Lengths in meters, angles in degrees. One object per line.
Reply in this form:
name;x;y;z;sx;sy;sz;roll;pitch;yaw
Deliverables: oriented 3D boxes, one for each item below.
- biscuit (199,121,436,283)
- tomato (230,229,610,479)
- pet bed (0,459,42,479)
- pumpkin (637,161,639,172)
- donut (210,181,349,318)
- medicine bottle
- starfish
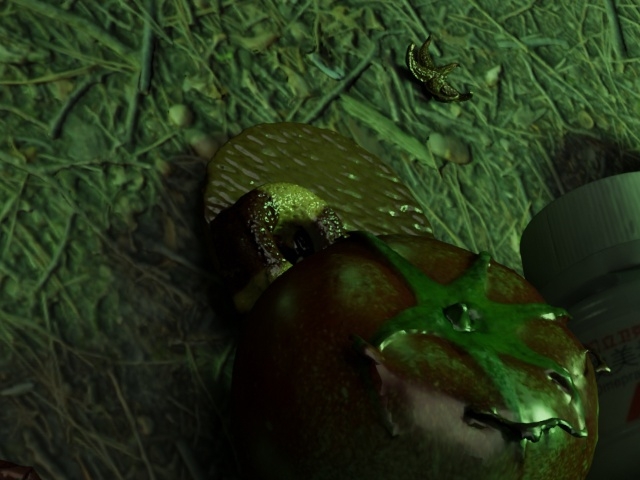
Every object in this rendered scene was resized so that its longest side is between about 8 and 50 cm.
biscuit;-0.001;0.000;1.503;0.262;0.037;0.262;17;53;-24
tomato;0.075;0.147;1.293;0.303;0.239;0.303;17;31;-11
pet bed;-0.254;0.244;1.142;0.201;0.053;0.201;18;46;-20
pumpkin;0.411;-0.033;1.780;0.217;0.110;0.217;30;40;-30
donut;-0.031;0.013;1.412;0.140;0.059;0.140;20;51;-26
medicine bottle;0.316;0.113;1.499;0.245;0.245;0.306;10;53;-29
starfish;0.126;-0.186;1.734;0.078;0.028;0.091;9;51;-37
